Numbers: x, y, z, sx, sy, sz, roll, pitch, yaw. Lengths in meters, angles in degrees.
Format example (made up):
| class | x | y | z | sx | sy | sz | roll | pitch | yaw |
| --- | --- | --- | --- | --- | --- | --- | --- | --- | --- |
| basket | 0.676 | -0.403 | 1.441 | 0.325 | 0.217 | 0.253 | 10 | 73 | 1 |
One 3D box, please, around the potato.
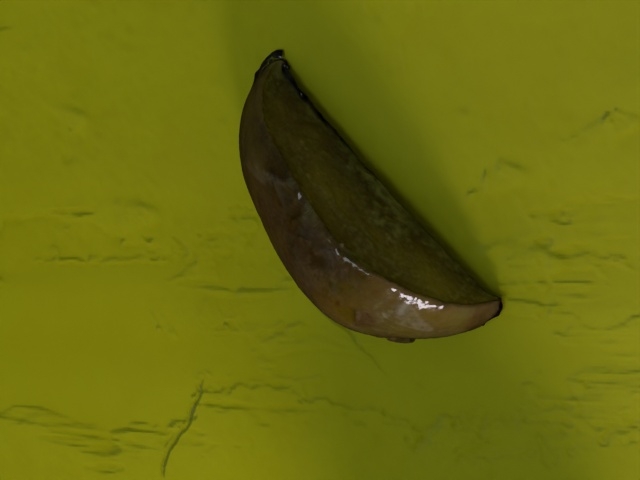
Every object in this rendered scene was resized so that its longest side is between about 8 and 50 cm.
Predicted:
| class | x | y | z | sx | sy | sz | roll | pitch | yaw |
| --- | --- | --- | --- | --- | --- | --- | --- | --- | --- |
| potato | -0.003 | -0.001 | 1.411 | 0.261 | 0.100 | 0.120 | 47 | 127 | 11 |
